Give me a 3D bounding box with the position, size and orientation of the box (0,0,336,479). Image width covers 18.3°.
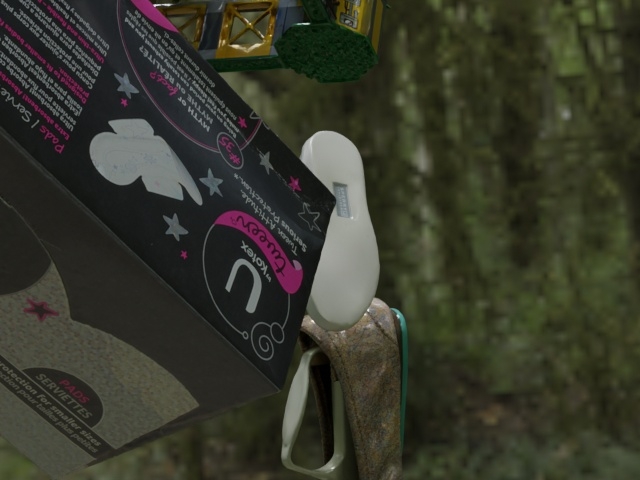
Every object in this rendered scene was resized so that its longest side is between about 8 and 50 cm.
[{"bbox_3d":[-0.140,-0.024,0.941,0.163,0.142,0.247,-25,-58,34],"label":"box"}]

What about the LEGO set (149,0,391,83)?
[{"bbox_3d":[-0.086,-0.243,1.152,0.255,0.192,0.331,-7,-33,26],"label":"LEGO set"}]

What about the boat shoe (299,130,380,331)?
[{"bbox_3d":[0.000,0.000,1.566,0.066,0.184,0.063,8,-36,-25],"label":"boat shoe"}]

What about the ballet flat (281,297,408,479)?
[{"bbox_3d":[0.019,0.206,1.657,0.106,0.316,0.107,-3,-5,-24],"label":"ballet flat"}]
